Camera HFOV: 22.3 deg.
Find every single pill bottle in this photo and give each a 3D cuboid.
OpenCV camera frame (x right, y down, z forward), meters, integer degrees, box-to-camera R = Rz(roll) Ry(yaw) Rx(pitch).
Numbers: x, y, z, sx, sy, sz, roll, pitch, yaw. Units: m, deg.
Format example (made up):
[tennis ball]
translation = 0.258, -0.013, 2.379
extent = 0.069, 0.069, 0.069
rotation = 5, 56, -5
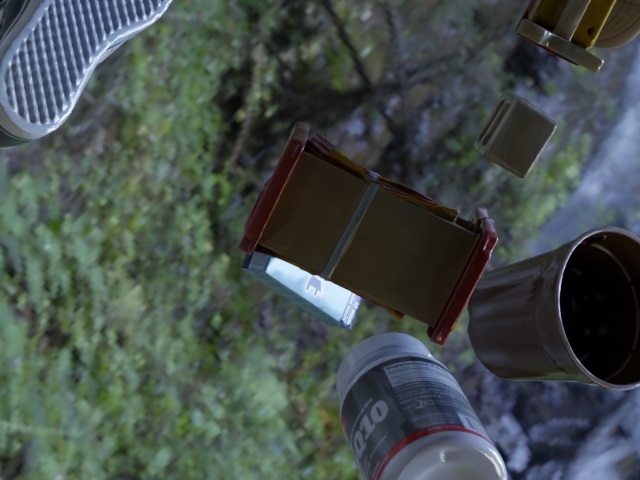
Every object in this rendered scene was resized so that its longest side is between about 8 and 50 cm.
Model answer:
[pill bottle]
translation = 0.115, 0.240, 2.023
extent = 0.161, 0.161, 0.283
rotation = 30, 14, -25

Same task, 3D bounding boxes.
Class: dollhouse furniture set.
[dollhouse furniture set]
translation = 0.099, -0.117, 1.408
extent = 0.201, 0.374, 0.152
rotation = 27, 8, -3

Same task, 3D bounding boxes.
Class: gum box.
[gum box]
translation = 0.000, 0.000, 1.924
extent = 0.184, 0.041, 0.157
rotation = 37, 69, -48

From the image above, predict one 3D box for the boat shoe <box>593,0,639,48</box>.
[boat shoe]
translation = 0.288, -0.320, 1.538
extent = 0.103, 0.285, 0.092
rotation = 6, 37, 8

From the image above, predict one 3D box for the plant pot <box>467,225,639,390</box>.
[plant pot]
translation = 0.252, 0.078, 1.697
extent = 0.167, 0.165, 0.167
rotation = 6, 79, -34

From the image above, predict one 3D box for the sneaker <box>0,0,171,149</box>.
[sneaker]
translation = -0.258, -0.214, 1.595
extent = 0.126, 0.127, 0.321
rotation = 52, 49, -22
